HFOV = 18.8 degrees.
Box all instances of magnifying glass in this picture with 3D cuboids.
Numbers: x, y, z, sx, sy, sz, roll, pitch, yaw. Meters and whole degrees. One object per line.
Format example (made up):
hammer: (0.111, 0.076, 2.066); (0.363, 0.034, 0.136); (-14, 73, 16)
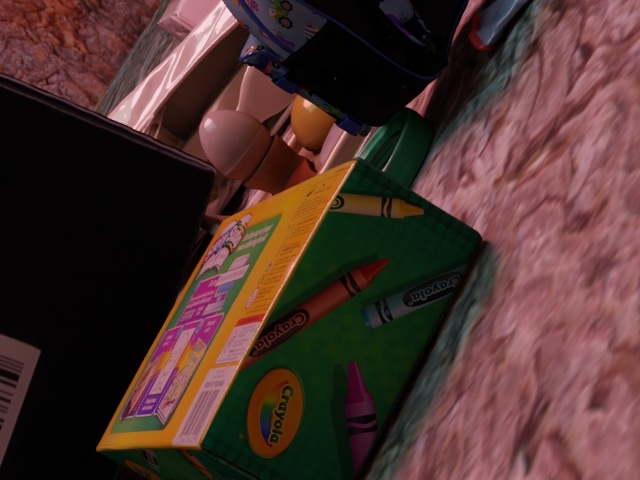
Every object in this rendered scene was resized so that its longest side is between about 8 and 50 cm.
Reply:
magnifying glass: (0.000, 0.000, 1.242); (0.231, 0.026, 0.092); (-50, 14, 39)

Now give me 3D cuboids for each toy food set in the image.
toy food set: (0.002, -0.134, 1.404); (0.306, 0.092, 0.220); (-60, 11, -2)

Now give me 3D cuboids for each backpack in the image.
backpack: (0.002, -0.170, 1.191); (0.117, 0.173, 0.158); (-43, 20, 52)

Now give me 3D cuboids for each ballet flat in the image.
ballet flat: (-0.099, -0.096, 1.670); (0.400, 0.139, 0.139); (-52, 13, 14)

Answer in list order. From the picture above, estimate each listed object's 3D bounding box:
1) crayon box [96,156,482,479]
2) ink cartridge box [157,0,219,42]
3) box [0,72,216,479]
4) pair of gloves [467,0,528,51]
crayon box: (-0.027, 0.061, 1.059); (0.165, 0.081, 0.278); (-61, 12, -14)
ink cartridge box: (-0.098, -0.333, 2.333); (0.218, 0.092, 0.158); (-58, 11, -4)
box: (-0.337, 0.156, 1.437); (0.472, 0.297, 0.480); (-27, 43, 66)
pair of gloves: (0.138, -0.204, 1.188); (0.159, 0.023, 0.198); (-53, 13, 24)
